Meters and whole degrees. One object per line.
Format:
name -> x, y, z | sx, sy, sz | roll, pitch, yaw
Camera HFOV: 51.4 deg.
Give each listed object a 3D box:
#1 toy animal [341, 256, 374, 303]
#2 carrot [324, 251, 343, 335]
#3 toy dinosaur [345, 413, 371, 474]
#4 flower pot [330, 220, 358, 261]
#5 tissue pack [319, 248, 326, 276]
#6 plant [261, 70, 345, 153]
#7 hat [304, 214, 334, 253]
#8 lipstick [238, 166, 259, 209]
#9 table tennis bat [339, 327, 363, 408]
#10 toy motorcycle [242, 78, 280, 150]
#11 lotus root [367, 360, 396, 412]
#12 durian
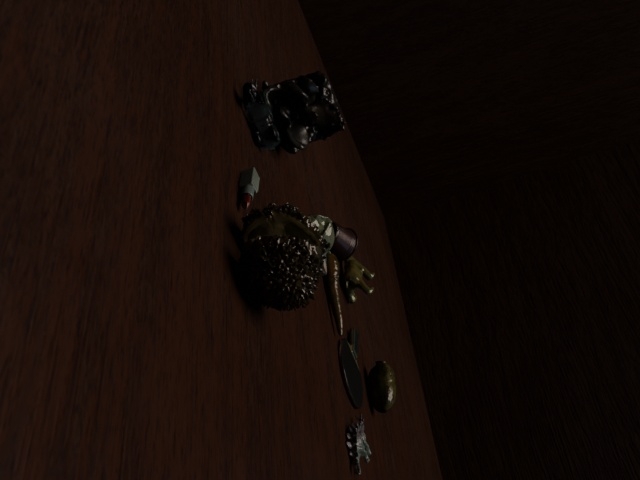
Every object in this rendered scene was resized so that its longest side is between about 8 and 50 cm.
toy animal -> 0.106, 0.111, 2.130 | 0.101, 0.103, 0.218 | 46, 22, -13
carrot -> 0.038, 0.142, 1.806 | 0.049, 0.049, 0.254 | 57, 22, -57
toy dinosaur -> 0.089, 0.467, 1.565 | 0.209, 0.039, 0.082 | -80, 150, -70
flower pot -> 0.042, -0.006, 1.927 | 0.089, 0.111, 0.111 | 41, 31, -48
tissue pack -> -0.018, 0.036, 1.632 | 0.094, 0.059, 0.074 | -93, 165, -52
plant -> -0.043, -0.344, 1.746 | 0.276, 0.189, 0.198 | -65, 136, -75
hat -> -0.004, 0.006, 1.735 | 0.122, 0.081, 0.165 | -47, 130, -75
lipstick -> -0.139, -0.096, 1.281 | 0.129, 0.030, 0.030 | -92, 162, -56
table tennis bat -> 0.087, 0.330, 1.817 | 0.301, 0.023, 0.173 | -81, 152, -65
toy motorcycle -> -0.139, -0.287, 1.526 | 0.100, 0.058, 0.173 | -103, 173, -61
lotus root -> 0.187, 0.438, 1.988 | 0.081, 0.089, 0.179 | 20, 42, -20
durian -> -0.070, 0.035, 1.169 | 0.196, 0.167, 0.195 | 9, 90, -79
